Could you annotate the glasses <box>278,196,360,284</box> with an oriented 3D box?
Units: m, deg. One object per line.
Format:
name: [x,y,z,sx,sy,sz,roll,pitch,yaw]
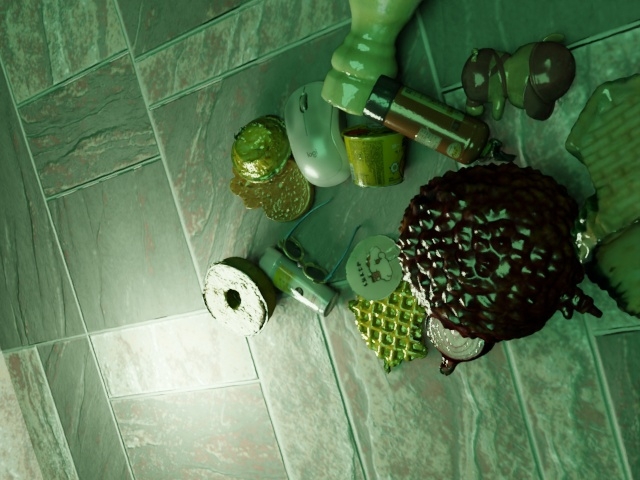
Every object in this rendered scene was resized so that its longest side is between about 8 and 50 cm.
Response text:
glasses: [0.011,-0.001,2.019,0.220,0.088,0.190,-46,76,9]

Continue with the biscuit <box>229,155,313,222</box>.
biscuit: [-0.148,-0.163,2.063,0.288,0.044,0.202,13,102,28]

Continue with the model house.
model house: [0.701,-0.115,1.404,0.395,0.445,0.400,-36,44,36]

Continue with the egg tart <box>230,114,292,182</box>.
egg tart: [-0.180,-0.273,2.005,0.212,0.090,0.213,-3,81,22]

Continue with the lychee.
lychee: [0.416,0.033,1.571,0.499,0.424,0.425,27,113,23]

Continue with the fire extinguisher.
fire extinguisher: [0.298,-0.280,1.677,0.376,0.200,0.113,27,109,7]

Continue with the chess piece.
chess piece: [0.138,-0.547,1.723,0.234,0.234,0.442,28,118,21]

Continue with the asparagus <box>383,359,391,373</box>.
asparagus: [0.196,0.344,2.001,0.025,0.021,0.108,2,102,28]

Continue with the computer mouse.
computer mouse: [-0.012,-0.294,1.916,0.184,0.121,0.297,-10,98,32]

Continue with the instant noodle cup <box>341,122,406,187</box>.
instant noodle cup: [0.150,-0.226,1.814,0.182,0.182,0.144,6,114,28]

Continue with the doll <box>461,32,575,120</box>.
doll: [0.465,-0.378,1.604,0.255,0.152,0.196,2,103,29]

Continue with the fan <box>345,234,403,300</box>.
fan: [0.209,0.047,1.903,0.329,0.009,0.191,-31,62,25]

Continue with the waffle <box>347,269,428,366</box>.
waffle: [0.215,0.215,1.933,0.291,0.051,0.291,4,99,29]

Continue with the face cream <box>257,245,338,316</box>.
face cream: [-0.073,0.127,2.074,0.269,0.073,0.107,33,115,20]

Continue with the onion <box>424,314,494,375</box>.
onion: [0.372,0.259,1.815,0.195,0.139,0.218,19,111,29]

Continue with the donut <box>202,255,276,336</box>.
donut: [-0.246,0.165,2.134,0.272,0.107,0.272,19,129,25]
